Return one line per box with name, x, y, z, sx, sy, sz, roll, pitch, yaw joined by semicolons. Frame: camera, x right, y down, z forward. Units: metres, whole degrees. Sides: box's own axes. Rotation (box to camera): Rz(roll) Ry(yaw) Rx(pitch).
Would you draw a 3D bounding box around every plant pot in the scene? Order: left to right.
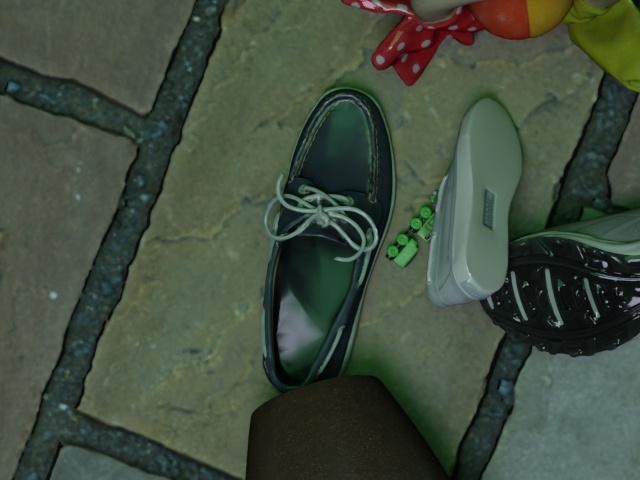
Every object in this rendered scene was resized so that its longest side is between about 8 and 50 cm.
plant pot;0.028;0.229;1.382;0.215;0.215;0.230;-19;71;7

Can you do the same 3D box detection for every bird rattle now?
bird rattle;0.142;-0.195;1.367;0.254;0.207;0.143;4;85;4

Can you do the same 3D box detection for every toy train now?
toy train;0.085;-0.013;1.459;0.024;0.017;0.083;41;94;-2

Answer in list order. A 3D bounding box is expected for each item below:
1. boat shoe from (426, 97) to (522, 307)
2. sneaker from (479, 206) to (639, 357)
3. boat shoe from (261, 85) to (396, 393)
boat shoe;0.115;-0.028;1.413;0.063;0.066;0.184;-24;50;40
sneaker;0.251;0.020;1.401;0.272;0.108;0.100;-10;105;23
boat shoe;0.000;0.000;1.439;0.095;0.079;0.254;15;90;9
